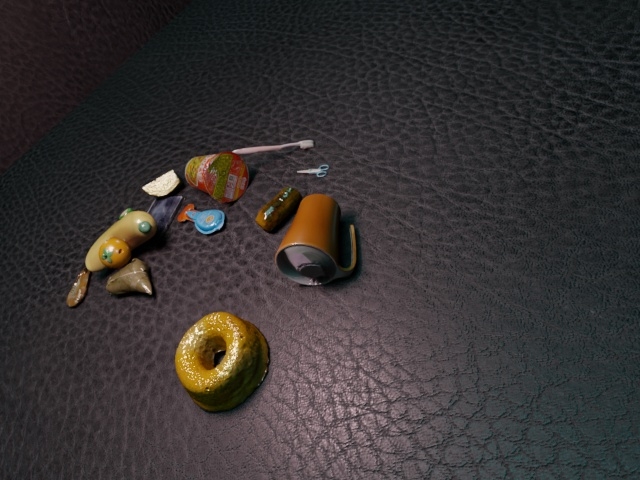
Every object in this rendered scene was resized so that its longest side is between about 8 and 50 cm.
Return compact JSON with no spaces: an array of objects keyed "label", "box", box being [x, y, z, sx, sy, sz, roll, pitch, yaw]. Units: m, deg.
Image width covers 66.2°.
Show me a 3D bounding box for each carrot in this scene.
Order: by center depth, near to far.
[{"label":"carrot","box":[-0.142,-0.107,1.649,0.082,0.082,0.173,26,69,40]}]

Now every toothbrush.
[{"label":"toothbrush","box":[-0.174,-0.341,1.823,0.306,0.025,0.030,-8,56,-5]}]

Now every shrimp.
[{"label":"shrimp","box":[-0.924,0.171,1.882,0.091,0.043,0.184,-12,50,25]}]

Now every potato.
[{"label":"potato","box":[-0.642,-0.221,2.028,0.149,0.081,0.120,-32,5,-4]}]

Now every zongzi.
[{"label":"zongzi","box":[-0.678,0.176,1.721,0.189,0.081,0.178,-37,50,3]}]

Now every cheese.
[{"label":"cheese","box":[-0.442,-0.083,1.827,0.256,0.037,0.106,18,63,39]}]

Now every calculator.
[{"label":"calculator","box":[-0.651,-0.073,1.944,0.161,0.021,0.262,2,56,30]}]

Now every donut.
[{"label":"donut","box":[-0.286,0.321,1.361,0.277,0.108,0.278,-16,49,18]}]

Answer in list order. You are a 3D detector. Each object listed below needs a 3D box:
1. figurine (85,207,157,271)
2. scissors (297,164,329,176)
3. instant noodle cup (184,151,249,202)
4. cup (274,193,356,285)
[{"label":"figurine","box":[-0.730,0.016,1.793,0.324,0.124,0.222,-37,30,9]},{"label":"scissors","box":[-0.029,-0.245,1.743,0.119,0.014,0.058,0,53,24]},{"label":"instant noodle cup","box":[-0.408,-0.248,1.853,0.212,0.193,0.193,15,62,45]},{"label":"cup","box":[0.000,0.000,1.444,0.226,0.182,0.264,15,49,-1]}]
